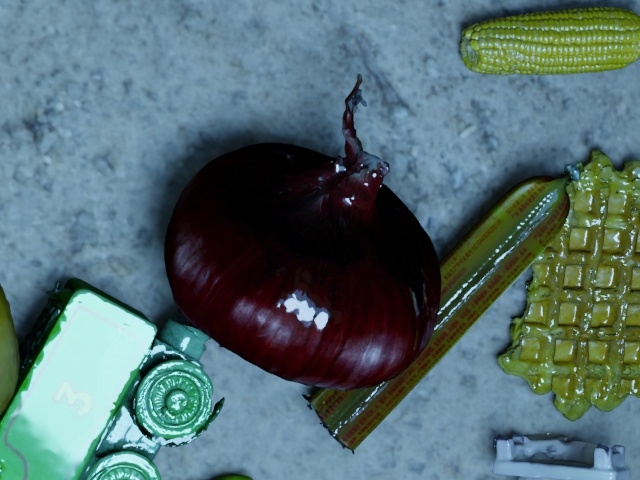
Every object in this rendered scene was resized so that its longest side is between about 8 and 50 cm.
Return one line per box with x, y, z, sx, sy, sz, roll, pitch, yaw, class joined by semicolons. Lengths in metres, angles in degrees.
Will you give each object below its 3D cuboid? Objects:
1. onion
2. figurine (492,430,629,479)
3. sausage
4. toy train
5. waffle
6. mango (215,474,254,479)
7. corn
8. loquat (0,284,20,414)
0.000;0.000;1.485;0.273;0.273;0.285;20;119;-18;onion
0.237;0.329;1.643;0.182;0.144;0.257;6;85;6;figurine
0.133;0.055;1.608;0.371;0.082;0.082;-46;108;2;sausage
-0.215;0.166;1.524;0.188;0.132;0.243;29;88;-13;toy train
0.297;0.047;1.688;0.291;0.051;0.291;-2;100;-13;waffle
-0.118;0.307;1.584;0.163;0.089;0.117;-23;76;-8;mango
0.242;-0.201;1.624;0.206;0.067;0.067;-7;101;-15;corn
-0.409;0.088;1.384;0.276;0.276;0.284;-46;103;-5;loquat
